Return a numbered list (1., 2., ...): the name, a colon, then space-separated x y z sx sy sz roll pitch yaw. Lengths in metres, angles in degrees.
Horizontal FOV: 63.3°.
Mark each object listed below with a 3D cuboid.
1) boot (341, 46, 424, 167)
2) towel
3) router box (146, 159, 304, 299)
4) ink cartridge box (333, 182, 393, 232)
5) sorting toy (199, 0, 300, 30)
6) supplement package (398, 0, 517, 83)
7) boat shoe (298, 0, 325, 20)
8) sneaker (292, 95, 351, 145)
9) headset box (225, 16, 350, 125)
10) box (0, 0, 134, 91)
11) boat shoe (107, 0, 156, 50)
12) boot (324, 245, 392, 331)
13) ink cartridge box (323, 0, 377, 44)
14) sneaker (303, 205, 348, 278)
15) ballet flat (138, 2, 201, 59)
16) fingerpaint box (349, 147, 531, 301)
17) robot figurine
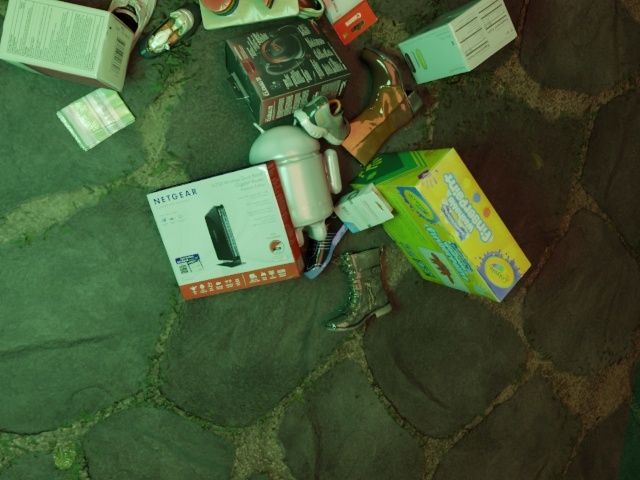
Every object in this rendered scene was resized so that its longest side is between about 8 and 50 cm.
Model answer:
1. boot: 0.137 -0.407 1.583 0.280 0.096 0.264 -43 114 0
2. towel: -0.559 -0.310 1.300 0.152 0.023 0.113 -37 111 -15
3. router box: -0.243 -0.023 1.356 0.335 0.082 0.301 -13 105 14
4. ink cartridge box: 0.133 -0.096 1.498 0.104 0.180 0.060 49 53 -17
5. sorting toy: -0.200 -0.686 1.302 0.257 0.089 0.255 -6 104 8
6. supplement package: 0.402 -0.599 1.555 0.204 0.262 0.145 -38 109 -14
7. boat shoe: -0.113 -0.706 1.392 0.302 0.103 0.113 25 99 -23
8. sneaker: 0.033 -0.331 1.418 0.108 0.271 0.100 -39 80 21
9. headset box: -0.104 -0.450 1.384 0.293 0.110 0.218 -24 72 -20
10. box: -0.567 -0.443 1.171 0.232 0.127 0.149 14 93 4
11. boat shoe: -0.472 -0.553 1.269 0.096 0.088 0.267 27 86 -24
12. boot: 0.103 0.147 1.634 0.263 0.091 0.229 -20 99 -24
13. ink cartridge box: 0.079 -0.692 1.520 0.145 0.045 0.179 -42 109 -13
14. sneaker: 0.000 0.000 1.565 0.090 0.081 0.232 36 75 -21
15. ballet flat: -0.376 -0.536 1.325 0.203 0.074 0.074 -45 112 -12
16. fingerpaint box: 0.348 -0.055 1.548 0.163 0.371 0.445 -46 111 -12
17. robot figurine: -0.079 -0.163 1.436 0.300 0.200 0.353 -19 105 -22
